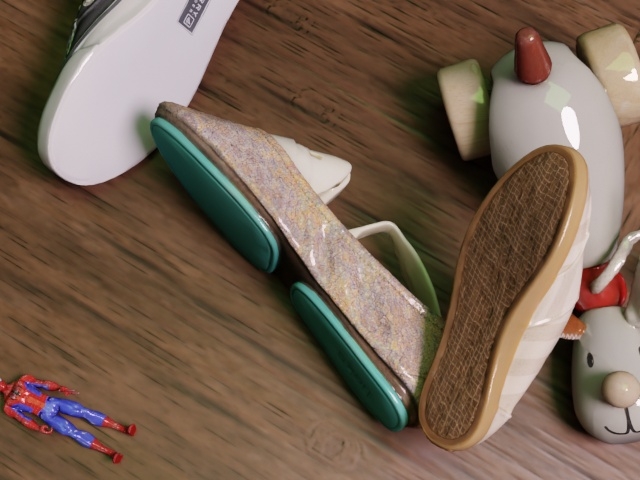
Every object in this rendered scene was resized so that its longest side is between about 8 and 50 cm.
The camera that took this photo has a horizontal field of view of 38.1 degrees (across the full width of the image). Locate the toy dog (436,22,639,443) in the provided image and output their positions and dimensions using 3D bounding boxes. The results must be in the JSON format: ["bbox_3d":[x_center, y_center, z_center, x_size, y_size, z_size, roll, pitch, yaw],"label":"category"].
[{"bbox_3d":[0.193,-0.029,0.688,0.220,0.161,0.334,-36,70,9],"label":"toy dog"}]

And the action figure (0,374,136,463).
[{"bbox_3d":[-0.195,0.126,0.685,0.115,0.030,0.038,22,74,7],"label":"action figure"}]

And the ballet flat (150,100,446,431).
[{"bbox_3d":[0.000,0.000,0.715,0.106,0.107,0.316,-38,86,-21],"label":"ballet flat"}]

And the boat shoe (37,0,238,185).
[{"bbox_3d":[-0.154,-0.186,0.776,0.102,0.108,0.301,20,79,38],"label":"boat shoe"}]

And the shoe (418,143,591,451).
[{"bbox_3d":[0.131,0.040,0.634,0.076,0.058,0.219,29,100,45],"label":"shoe"}]
